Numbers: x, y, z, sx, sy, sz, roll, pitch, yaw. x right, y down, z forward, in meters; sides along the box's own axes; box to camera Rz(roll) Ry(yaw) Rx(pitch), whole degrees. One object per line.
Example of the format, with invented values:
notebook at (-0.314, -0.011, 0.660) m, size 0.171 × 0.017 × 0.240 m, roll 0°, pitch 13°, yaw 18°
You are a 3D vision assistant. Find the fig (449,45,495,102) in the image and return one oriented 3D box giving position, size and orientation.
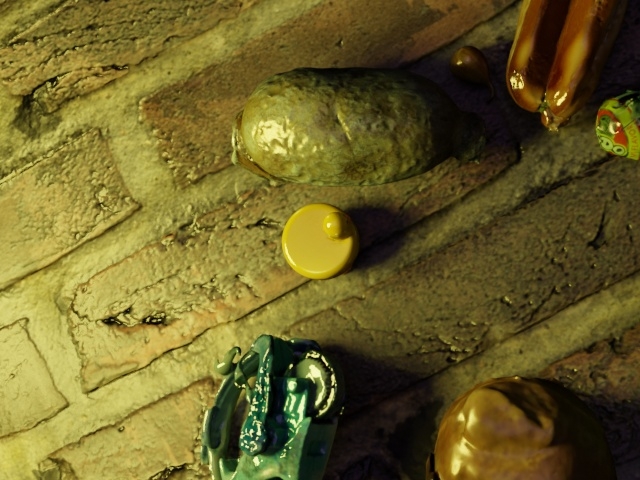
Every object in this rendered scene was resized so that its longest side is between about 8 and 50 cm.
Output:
fig at (0.213, -0.228, 1.375) m, size 0.050 × 0.050 × 0.083 m, roll -37°, pitch 94°, yaw 6°

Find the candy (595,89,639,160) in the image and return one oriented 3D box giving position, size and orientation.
candy at (0.502, -0.191, 1.298) m, size 0.305 × 0.083 × 0.091 m, roll -23°, pitch 61°, yaw 1°

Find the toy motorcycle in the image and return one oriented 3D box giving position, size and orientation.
toy motorcycle at (-0.067, 0.255, 1.330) m, size 0.206 × 0.154 × 0.260 m, roll 14°, pitch 90°, yaw 37°

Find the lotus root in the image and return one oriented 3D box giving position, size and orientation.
lotus root at (0.047, -0.154, 1.338) m, size 0.349 × 0.175 × 0.175 m, roll -1°, pitch 82°, yaw 10°

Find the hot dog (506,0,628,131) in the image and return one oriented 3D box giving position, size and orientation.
hot dog at (0.336, -0.306, 1.329) m, size 0.135 × 0.100 × 0.337 m, roll 14°, pitch 85°, yaw 23°

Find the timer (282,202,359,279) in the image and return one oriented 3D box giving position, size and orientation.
timer at (0.000, 0.000, 1.357) m, size 0.107 × 0.109 × 0.107 m, roll -2°, pitch 82°, yaw 13°

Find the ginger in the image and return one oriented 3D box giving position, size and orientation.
ginger at (0.263, 0.285, 1.211) m, size 0.269 × 0.200 × 0.223 m, roll 33°, pitch 96°, yaw 19°
